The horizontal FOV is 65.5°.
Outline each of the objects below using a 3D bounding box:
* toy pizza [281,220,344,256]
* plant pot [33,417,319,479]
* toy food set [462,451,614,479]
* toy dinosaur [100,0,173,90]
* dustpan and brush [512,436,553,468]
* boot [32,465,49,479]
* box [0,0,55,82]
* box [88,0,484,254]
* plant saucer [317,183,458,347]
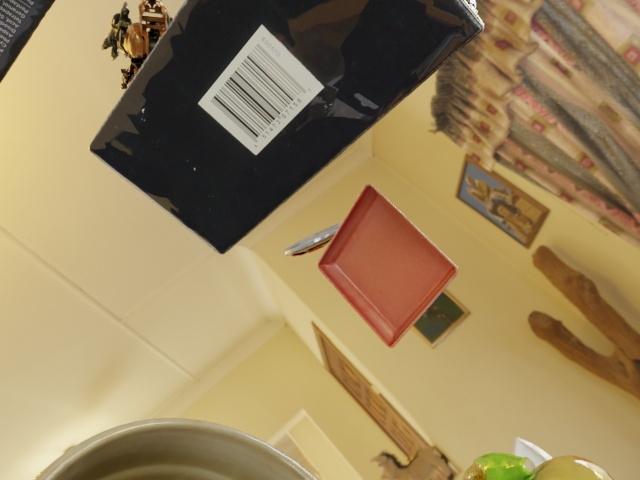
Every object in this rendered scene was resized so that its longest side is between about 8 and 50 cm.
[{"bbox_3d":[0.000,0.000,1.216,0.201,0.032,0.201,-25,5,2],"label":"toy pizza"},{"bbox_3d":[-0.137,0.365,0.408,0.323,0.323,0.280,3,-59,-58],"label":"plant pot"},{"bbox_3d":[0.170,0.178,0.355,0.132,0.192,0.038,105,174,-64],"label":"toy food set"},{"bbox_3d":[-0.328,-0.382,0.988,0.164,0.218,0.321,17,-67,-34],"label":"toy dinosaur"},{"bbox_3d":[0.493,0.522,1.034,0.060,0.211,0.147,-13,-71,-49],"label":"dustpan and brush"},{"bbox_3d":[-0.418,0.477,0.775,0.377,0.138,0.284,-48,20,21],"label":"boot"},{"bbox_3d":[-0.533,-0.409,0.752,0.395,0.293,0.212,-45,-49,16],"label":"box"},{"bbox_3d":[-0.027,-0.210,0.535,0.343,0.179,0.312,-37,20,33],"label":"box"},{"bbox_3d":[0.137,0.053,1.048,0.048,0.258,0.259,-18,-32,-46],"label":"plant saucer"}]
